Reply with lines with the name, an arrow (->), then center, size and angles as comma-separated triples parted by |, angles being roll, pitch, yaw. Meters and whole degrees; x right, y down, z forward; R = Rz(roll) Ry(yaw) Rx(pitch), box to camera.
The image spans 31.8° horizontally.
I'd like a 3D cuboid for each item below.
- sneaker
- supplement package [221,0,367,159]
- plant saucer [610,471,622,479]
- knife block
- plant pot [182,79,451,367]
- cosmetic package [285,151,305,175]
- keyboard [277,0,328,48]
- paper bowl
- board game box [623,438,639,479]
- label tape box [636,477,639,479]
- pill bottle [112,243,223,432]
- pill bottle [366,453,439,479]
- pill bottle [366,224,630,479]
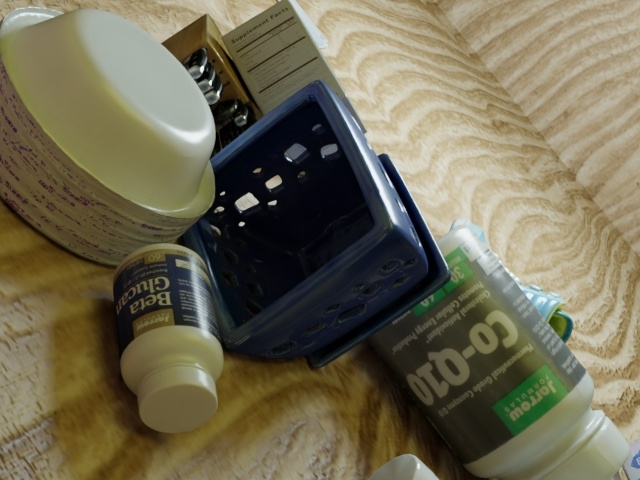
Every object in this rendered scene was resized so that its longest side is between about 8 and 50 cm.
sneaker -> 0.279, 0.084, 1.715 | 0.208, 0.127, 0.319 | 11, 34, 4
supplement package -> -0.034, -0.201, 1.446 | 0.179, 0.105, 0.105 | 62, 6, 28
plant saucer -> 0.356, 0.309, 1.685 | 0.310, 0.050, 0.310 | 42, 28, -29
knife block -> -0.161, -0.214, 1.419 | 0.275, 0.088, 0.242 | 61, 6, 25
plant pot -> 0.000, 0.000, 1.294 | 0.212, 0.236, 0.236 | 33, 26, -52
cosmetic package -> -0.055, -0.179, 1.642 | 0.238, 0.107, 0.127 | 19, 37, -58
keyboard -> -0.075, -0.478, 2.211 | 0.256, 0.014, 0.072 | 51, 27, 3
paper bowl -> -0.223, -0.125, 1.162 | 0.284, 0.148, 0.284 | 40, 25, -23
board game box -> 0.686, 0.401, 1.844 | 0.066, 0.319, 0.318 | 36, 26, -35
label tape box -> 0.394, 0.437, 1.324 | 0.334, 0.240, 0.106 | 36, 24, -33
pill bottle -> -0.140, 0.091, 1.040 | 0.094, 0.094, 0.169 | 33, 27, -37
pill bottle -> 0.143, 0.334, 1.137 | 0.245, 0.136, 0.136 | 46, 22, -12
pill bottle -> 0.222, 0.175, 1.459 | 0.361, 0.204, 0.204 | 51, 21, 5
